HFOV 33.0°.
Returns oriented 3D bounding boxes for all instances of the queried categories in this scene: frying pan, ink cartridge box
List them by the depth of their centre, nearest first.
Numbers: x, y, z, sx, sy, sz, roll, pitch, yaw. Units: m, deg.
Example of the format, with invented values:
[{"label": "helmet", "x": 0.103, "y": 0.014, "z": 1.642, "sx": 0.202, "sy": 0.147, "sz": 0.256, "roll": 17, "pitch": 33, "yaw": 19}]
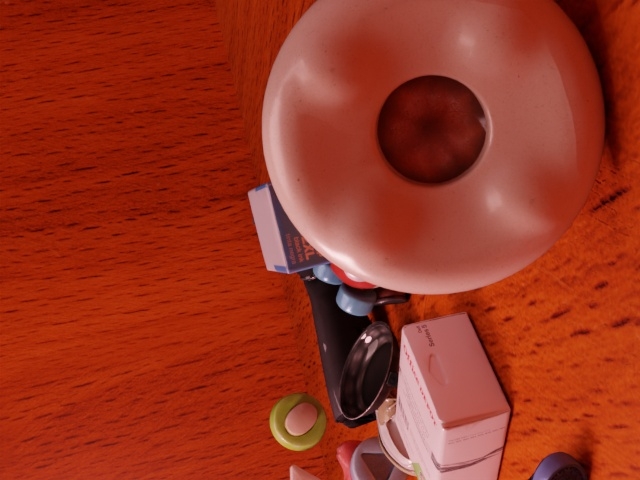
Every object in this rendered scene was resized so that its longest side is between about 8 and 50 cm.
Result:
[{"label": "ink cartridge box", "x": 0.070, "y": -0.051, "z": 1.533, "sx": 0.223, "sy": 0.308, "sz": 0.129, "roll": 173, "pitch": 83, "yaw": -80}, {"label": "ink cartridge box", "x": 0.205, "y": 0.279, "z": 1.728, "sx": 0.272, "sy": 0.115, "sz": 0.198, "roll": 89, "pitch": 165, "yaw": -49}, {"label": "frying pan", "x": 0.125, "y": 0.231, "z": 2.024, "sx": 0.326, "sy": 0.053, "sz": 0.197, "roll": -35, "pitch": 38, "yaw": 55}]

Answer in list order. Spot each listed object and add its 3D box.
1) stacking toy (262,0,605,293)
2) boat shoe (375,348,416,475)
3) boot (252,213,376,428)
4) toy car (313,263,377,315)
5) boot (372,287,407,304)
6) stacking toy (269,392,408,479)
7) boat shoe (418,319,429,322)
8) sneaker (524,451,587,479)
[{"label": "stacking toy", "x": 0.130, "y": -0.157, "z": 1.294, "sx": 0.480, "sy": 0.351, "sz": 0.350, "roll": -70, "pitch": -29, "yaw": -76}, {"label": "boat shoe", "x": 0.152, "y": 0.319, "z": 2.092, "sx": 0.302, "sy": 0.113, "sz": 0.103, "roll": -113, "pitch": 9, "yaw": -51}, {"label": "boot", "x": 0.008, "y": 0.160, "z": 2.271, "sx": 0.367, "sy": 0.146, "sz": 0.445, "roll": 22, "pitch": -124, "yaw": -59}, {"label": "toy car", "x": 0.000, "y": 0.000, "z": 1.969, "sx": 0.210, "sy": 0.238, "sz": 0.219, "roll": 52, "pitch": 131, "yaw": 48}, {"label": "boot", "x": 0.106, "y": -0.018, "z": 2.124, "sx": 0.264, "sy": 0.096, "sz": 0.280, "roll": -116, "pitch": 22, "yaw": -81}, {"label": "stacking toy", "x": 0.048, "y": 0.434, "z": 2.396, "sx": 0.130, "sy": 0.280, "sz": 0.308, "roll": 125, "pitch": 134, "yaw": -62}, {"label": "boat shoe", "x": 0.182, "y": 0.176, "z": 1.897, "sx": 0.190, "sy": 0.068, "sz": 0.072, "roll": 174, "pitch": 96, "yaw": -81}, {"label": "sneaker", "x": 0.289, "y": 0.336, "z": 1.413, "sx": 0.232, "sy": 0.081, "sz": 0.090, "roll": 85, "pitch": 161, "yaw": -43}]
